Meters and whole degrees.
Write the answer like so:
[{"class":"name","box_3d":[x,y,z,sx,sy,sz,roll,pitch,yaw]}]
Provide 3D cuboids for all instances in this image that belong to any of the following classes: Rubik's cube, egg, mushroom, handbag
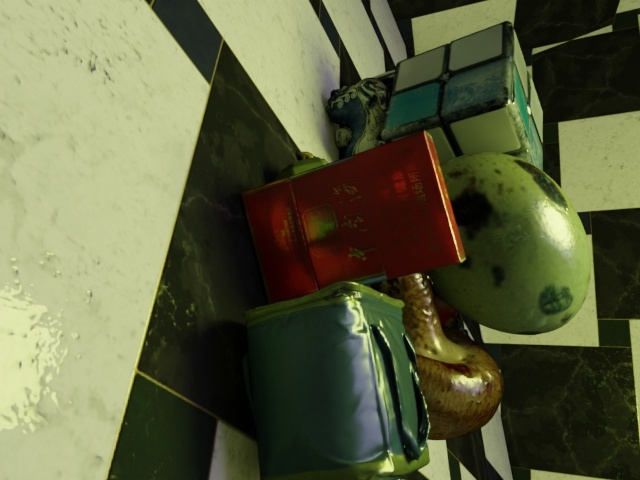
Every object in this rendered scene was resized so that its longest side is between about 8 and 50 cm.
[{"class":"Rubik's cube","box_3d":[0.371,-0.295,1.329,0.313,0.316,0.318,49,45,-39]},{"class":"egg","box_3d":[0.385,0.010,1.140,0.428,0.345,0.345,53,18,11]},{"class":"mushroom","box_3d":[0.216,0.210,1.081,0.331,0.334,0.356,46,60,-69]},{"class":"handbag","box_3d":[0.021,0.207,0.726,0.263,0.222,0.241,28,49,-57]}]

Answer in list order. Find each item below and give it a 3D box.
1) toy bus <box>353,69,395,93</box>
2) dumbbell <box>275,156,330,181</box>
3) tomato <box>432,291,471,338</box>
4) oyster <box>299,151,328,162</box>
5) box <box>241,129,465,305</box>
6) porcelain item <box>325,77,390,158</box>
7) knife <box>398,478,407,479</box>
[{"class":"toy bus","box_3d":[0.249,-0.291,1.665,0.249,0.209,0.440,-24,97,-68]},{"class":"dumbbell","box_3d":[0.000,0.000,0.979,0.121,0.108,0.302,12,64,-66]},{"class":"tomato","box_3d":[0.259,0.198,1.406,0.289,0.176,0.335,-108,174,-72]},{"class":"oyster","box_3d":[0.002,-0.151,1.177,0.148,0.051,0.103,27,42,-49]},{"class":"box","box_3d":[0.046,-0.025,0.826,0.089,0.313,0.197,-9,84,-68]},{"class":"porcelain item","box_3d":[0.107,-0.285,1.389,0.138,0.186,0.288,4,83,-66]},{"class":"knife","box_3d":[0.163,0.506,1.116,0.336,0.043,0.081,51,25,-40]}]
